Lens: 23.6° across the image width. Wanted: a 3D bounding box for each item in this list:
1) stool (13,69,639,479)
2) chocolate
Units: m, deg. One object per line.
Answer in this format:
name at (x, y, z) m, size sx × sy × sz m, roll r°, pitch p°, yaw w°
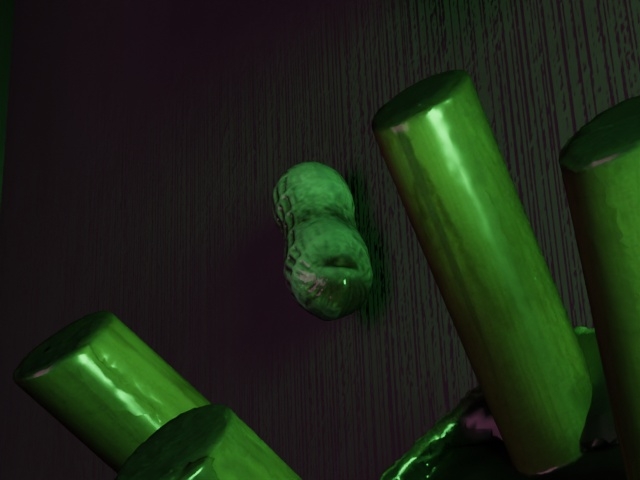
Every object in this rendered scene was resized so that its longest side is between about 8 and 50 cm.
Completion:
stool at (0.048, 0.089, 0.695) m, size 0.226 × 0.310 × 0.310 m, roll 59°, pitch 168°, yaw -16°
chocolate at (0.000, 0.000, 1.243) m, size 0.167 × 0.072 × 0.072 m, roll -105°, pitch 32°, yaw -46°
